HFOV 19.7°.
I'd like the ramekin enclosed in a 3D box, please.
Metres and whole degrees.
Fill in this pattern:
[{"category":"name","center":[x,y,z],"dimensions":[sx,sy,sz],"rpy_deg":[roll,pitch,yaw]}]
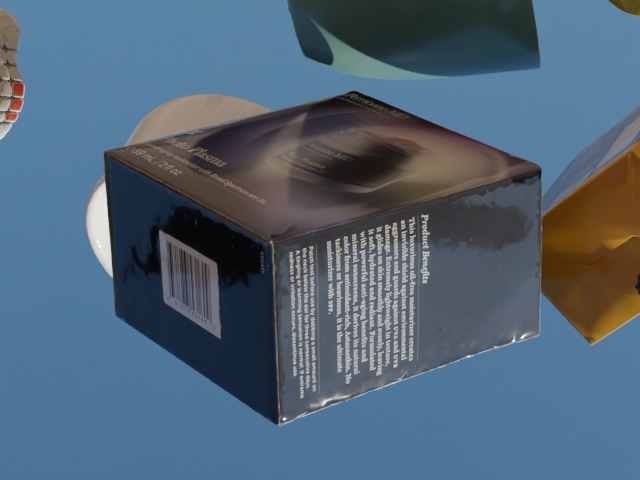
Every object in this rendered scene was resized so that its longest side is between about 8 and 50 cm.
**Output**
[{"category":"ramekin","center":[-0.115,-0.036,2.079],"dimensions":[0.277,0.277,0.135],"rpy_deg":[7,-132,14]}]

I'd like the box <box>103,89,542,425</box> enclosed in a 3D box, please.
[{"category":"box","center":[0.000,0.000,1.688],"dimensions":[0.294,0.183,0.296],"rpy_deg":[-16,-154,-32]}]

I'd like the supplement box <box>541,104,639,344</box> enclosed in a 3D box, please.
[{"category":"supplement box","center":[0.309,-0.038,1.743],"dimensions":[0.129,0.191,0.194],"rpy_deg":[47,-136,-3]}]

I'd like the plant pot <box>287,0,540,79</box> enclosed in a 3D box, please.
[{"category":"plant pot","center":[0.079,-0.294,1.852],"dimensions":[0.235,0.293,0.293],"rpy_deg":[-11,-151,6]}]

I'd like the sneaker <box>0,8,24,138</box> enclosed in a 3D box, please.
[{"category":"sneaker","center":[-0.357,-0.171,1.997],"dimensions":[0.061,0.065,0.158],"rpy_deg":[15,-115,-23]}]

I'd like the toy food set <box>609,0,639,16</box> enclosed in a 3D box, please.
[{"category":"toy food set","center":[0.275,-0.282,1.430],"dimensions":[0.071,0.218,0.128],"rpy_deg":[-27,-133,-35]}]

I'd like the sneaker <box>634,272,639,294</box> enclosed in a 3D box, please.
[{"category":"sneaker","center":[0.346,0.065,1.517],"dimensions":[0.106,0.078,0.234],"rpy_deg":[-32,-155,-4]}]
